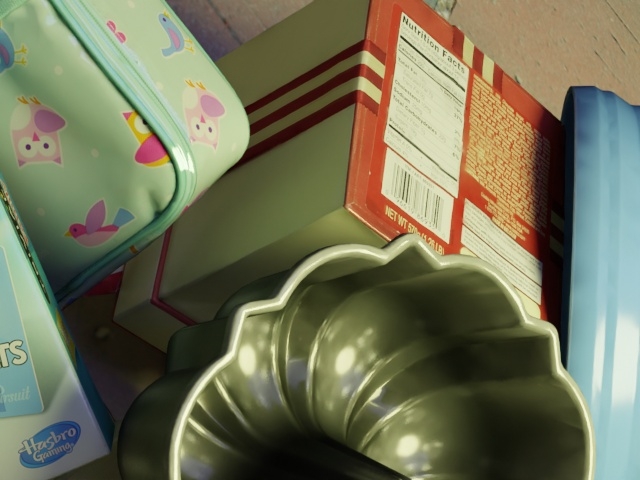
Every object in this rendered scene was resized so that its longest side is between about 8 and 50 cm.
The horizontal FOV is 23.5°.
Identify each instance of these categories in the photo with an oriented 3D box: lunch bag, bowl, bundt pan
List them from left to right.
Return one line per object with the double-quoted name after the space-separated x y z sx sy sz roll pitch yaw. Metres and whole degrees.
-0.204 -0.065 0.955 0.224 0.279 0.108 52 33 -8 "lunch bag"
0.010 0.161 0.903 0.331 0.124 0.330 1 88 -38 "bundt pan"
0.218 0.075 1.209 0.077 0.391 0.391 4 57 5 "bowl"

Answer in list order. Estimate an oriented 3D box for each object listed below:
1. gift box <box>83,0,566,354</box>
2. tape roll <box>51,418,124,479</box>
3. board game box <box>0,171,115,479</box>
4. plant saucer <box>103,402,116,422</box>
0.000 0.000 1.097 0.255 0.258 0.276 39 45 -29 "gift box"
-0.067 0.297 0.958 0.392 0.072 0.392 7 78 -36 "tape roll"
-0.293 0.006 0.825 0.254 0.079 0.336 -23 97 -4 "board game box"
-0.192 0.149 1.024 0.168 0.029 0.168 20 56 -33 "plant saucer"
